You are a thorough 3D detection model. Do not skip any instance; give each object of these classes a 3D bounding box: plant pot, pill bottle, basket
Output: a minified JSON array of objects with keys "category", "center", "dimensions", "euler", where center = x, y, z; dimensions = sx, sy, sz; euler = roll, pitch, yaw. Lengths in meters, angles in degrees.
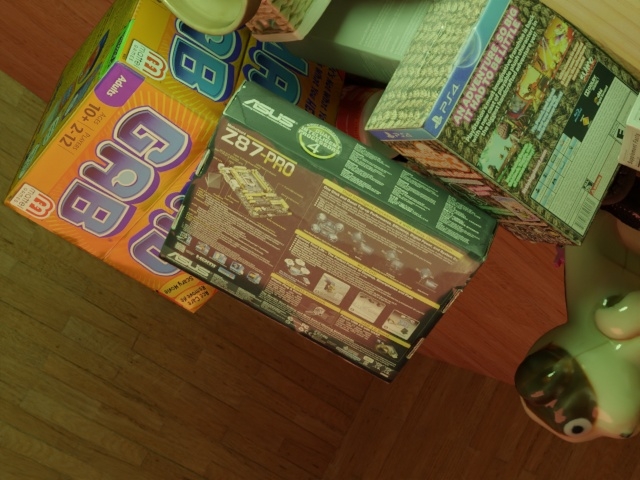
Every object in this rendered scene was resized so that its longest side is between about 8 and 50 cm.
[{"category":"plant pot","center":[-0.132,-0.376,1.490],"dimensions":[0.237,0.110,0.237],"euler":[36,148,27]},{"category":"pill bottle","center":[0.046,-0.211,2.148],"dimensions":[0.216,0.121,0.121],"euler":[15,163,46]},{"category":"basket","center":[-0.041,-0.355,1.620],"dimensions":[0.103,0.167,0.113],"euler":[42,163,-30]}]

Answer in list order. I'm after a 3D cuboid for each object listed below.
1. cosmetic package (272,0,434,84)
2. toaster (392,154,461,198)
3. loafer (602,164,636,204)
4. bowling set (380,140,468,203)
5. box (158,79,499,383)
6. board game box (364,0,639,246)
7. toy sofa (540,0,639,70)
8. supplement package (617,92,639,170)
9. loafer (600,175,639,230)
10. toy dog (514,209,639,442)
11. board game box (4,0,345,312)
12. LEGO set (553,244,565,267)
[{"category":"cosmetic package","center":[0.059,-0.301,1.712],"dimensions":[0.238,0.127,0.107],"euler":[23,168,34]},{"category":"toaster","center":[0.169,-0.136,2.197],"dimensions":[0.227,0.129,0.146],"euler":[20,163,43]},{"category":"loafer","center":[0.297,-0.162,1.825],"dimensions":[0.366,0.134,0.130],"euler":[30,180,17]},{"category":"bowling set","center":[0.139,-0.111,2.030],"dimensions":[0.287,0.200,0.154],"euler":[-3,-174,-3]},{"category":"box","center":[0.000,0.000,1.718],"dimensions":[0.395,0.097,0.318],"euler":[29,137,-1]},{"category":"board game box","center":[0.247,-0.165,1.599],"dimensions":[0.291,0.232,0.141],"euler":[34,168,-25]},{"category":"toy sofa","center":[0.328,-0.256,1.210],"dimensions":[0.362,0.150,0.177],"euler":[31,164,-15]},{"category":"supplement package","center":[0.491,-0.124,1.450],"dimensions":[0.244,0.134,0.139],"euler":[25,169,14]},{"category":"loafer","center":[0.441,-0.090,1.883],"dimensions":[0.220,0.078,0.080],"euler":[41,173,45]},{"category":"toy dog","center":[0.458,0.122,1.928],"dimensions":[0.395,0.408,0.284],"euler":[23,167,24]},{"category":"board game box","center":[-0.218,-0.182,1.951],"dimensions":[0.356,0.356,0.356],"euler":[32,130,-20]},{"category":"LEGO set","center":[0.538,0.070,2.317],"dimensions":[0.227,0.093,0.087],"euler":[22,167,28]}]
